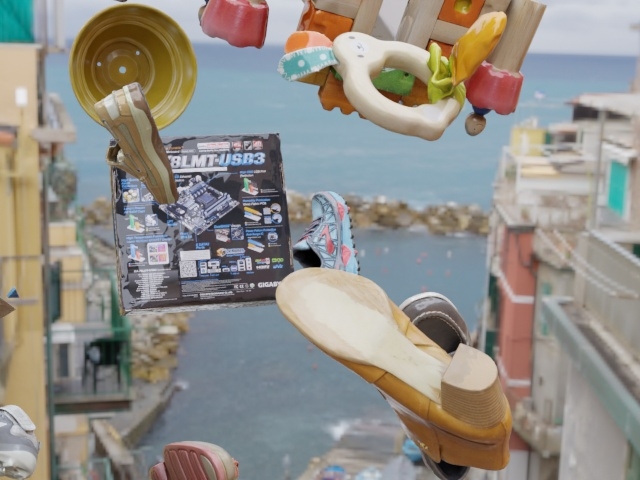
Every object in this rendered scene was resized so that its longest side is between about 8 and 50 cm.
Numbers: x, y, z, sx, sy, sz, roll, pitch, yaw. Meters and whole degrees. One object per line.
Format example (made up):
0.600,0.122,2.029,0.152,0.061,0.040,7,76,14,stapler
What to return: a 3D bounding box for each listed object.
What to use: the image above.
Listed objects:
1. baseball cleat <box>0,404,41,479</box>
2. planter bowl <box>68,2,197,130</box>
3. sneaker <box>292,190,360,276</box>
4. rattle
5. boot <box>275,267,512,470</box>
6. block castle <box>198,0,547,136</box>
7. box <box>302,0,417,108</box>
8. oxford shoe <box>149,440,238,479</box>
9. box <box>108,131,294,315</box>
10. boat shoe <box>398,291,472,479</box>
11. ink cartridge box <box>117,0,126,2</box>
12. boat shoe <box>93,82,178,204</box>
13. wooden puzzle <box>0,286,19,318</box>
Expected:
-0.502,0.273,1.446,0.072,0.206,0.109,-29,35,23,baseball cleat
-0.325,-0.288,1.668,0.217,0.217,0.090,-4,10,-26,planter bowl
0.000,0.000,1.973,0.125,0.104,0.262,2,50,-18,sneaker
0.062,-0.197,0.990,0.199,0.130,0.143,33,-24,7,rattle
0.083,0.161,1.142,0.295,0.211,0.104,25,60,27,boot
0.054,-0.311,1.363,0.453,0.213,0.303,11,25,-19,block castle
0.129,-0.423,1.845,0.168,0.345,0.215,-50,32,-15,box
-0.196,0.390,1.687,0.130,0.123,0.348,-18,-9,-27,oxford shoe
-0.200,-0.031,1.663,0.295,0.294,0.073,-4,-12,-16,box
0.170,0.210,1.359,0.112,0.335,0.096,-17,43,-6,boat shoe
-0.331,-0.415,1.097,0.275,0.239,0.060,10,-19,-24,ink cartridge box
-0.226,-0.109,1.197,0.072,0.190,0.068,-21,48,-7,boat shoe
-0.507,0.110,1.498,0.116,0.014,0.078,-30,-22,-10,wooden puzzle
